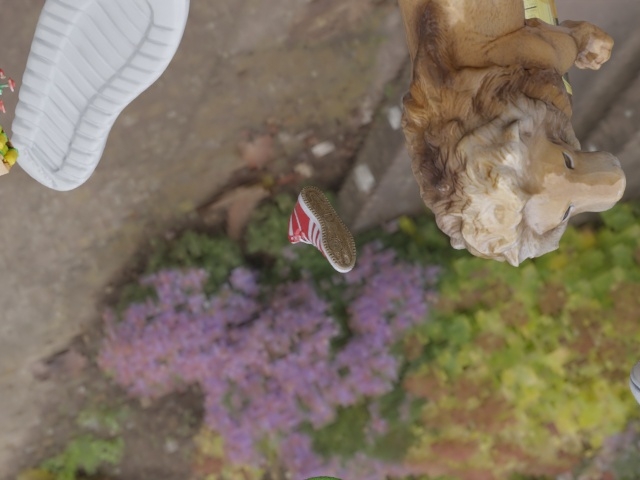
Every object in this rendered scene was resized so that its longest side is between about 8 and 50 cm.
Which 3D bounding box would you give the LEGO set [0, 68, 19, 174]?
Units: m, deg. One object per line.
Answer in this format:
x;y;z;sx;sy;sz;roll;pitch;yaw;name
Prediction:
-0.348;-0.206;1.413;0.107;0.287;0.132;-31;177;-4;LEGO set

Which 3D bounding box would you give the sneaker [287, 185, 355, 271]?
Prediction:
0.000;0.000;1.775;0.042;0.118;0.067;-10;151;-31;sneaker

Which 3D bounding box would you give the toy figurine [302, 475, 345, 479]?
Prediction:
-0.046;0.220;0.816;0.159;0.173;0.130;5;158;-44;toy figurine

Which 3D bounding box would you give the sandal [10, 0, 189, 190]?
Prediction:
-0.289;-0.234;1.911;0.416;0.169;0.102;-48;-174;40;sandal

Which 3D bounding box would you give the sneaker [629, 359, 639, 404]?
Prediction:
0.319;0.084;1.126;0.094;0.091;0.258;-35;-169;-26;sneaker

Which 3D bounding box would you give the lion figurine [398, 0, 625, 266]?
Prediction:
0.097;-0.184;0.996;0.142;0.392;0.240;-19;-176;31;lion figurine

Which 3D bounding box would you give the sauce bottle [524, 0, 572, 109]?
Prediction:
0.256;-0.209;1.873;0.111;0.344;0.111;-12;-170;2;sauce bottle
